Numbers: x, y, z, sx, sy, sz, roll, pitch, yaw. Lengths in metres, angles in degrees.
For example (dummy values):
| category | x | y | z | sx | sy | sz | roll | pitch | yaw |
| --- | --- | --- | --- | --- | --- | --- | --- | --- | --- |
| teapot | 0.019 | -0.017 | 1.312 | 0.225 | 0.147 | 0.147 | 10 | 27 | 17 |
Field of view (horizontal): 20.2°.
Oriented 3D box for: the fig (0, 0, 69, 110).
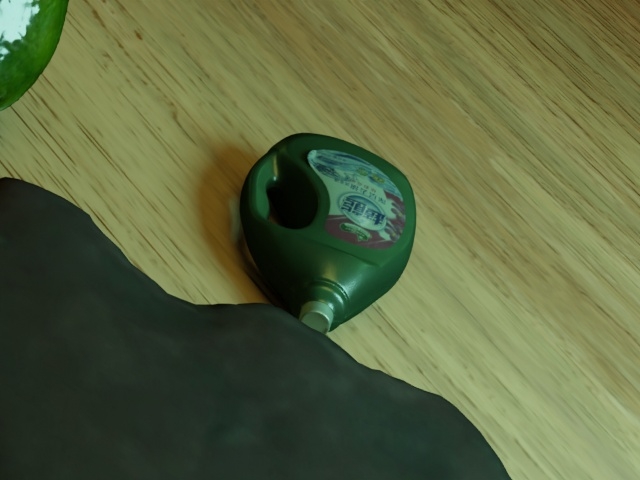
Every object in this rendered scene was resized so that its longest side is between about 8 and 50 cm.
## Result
| category | x | y | z | sx | sy | sz | roll | pitch | yaw |
| --- | --- | --- | --- | --- | --- | --- | --- | --- | --- |
| fig | -0.292 | -0.191 | 1.260 | 0.203 | 0.203 | 0.235 | 6 | 11 | -38 |

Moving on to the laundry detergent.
| category | x | y | z | sx | sy | sz | roll | pitch | yaw |
| --- | --- | --- | --- | --- | --- | --- | --- | --- | --- |
| laundry detergent | 0.000 | 0.000 | 1.335 | 0.137 | 0.063 | 0.211 | 27 | 33 | -6 |

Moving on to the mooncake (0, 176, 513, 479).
| category | x | y | z | sx | sy | sz | roll | pitch | yaw |
| --- | --- | --- | --- | --- | --- | --- | --- | --- | --- |
| mooncake | -0.086 | 0.168 | 0.850 | 0.381 | 0.212 | 0.350 | 37 | 24 | -5 |
